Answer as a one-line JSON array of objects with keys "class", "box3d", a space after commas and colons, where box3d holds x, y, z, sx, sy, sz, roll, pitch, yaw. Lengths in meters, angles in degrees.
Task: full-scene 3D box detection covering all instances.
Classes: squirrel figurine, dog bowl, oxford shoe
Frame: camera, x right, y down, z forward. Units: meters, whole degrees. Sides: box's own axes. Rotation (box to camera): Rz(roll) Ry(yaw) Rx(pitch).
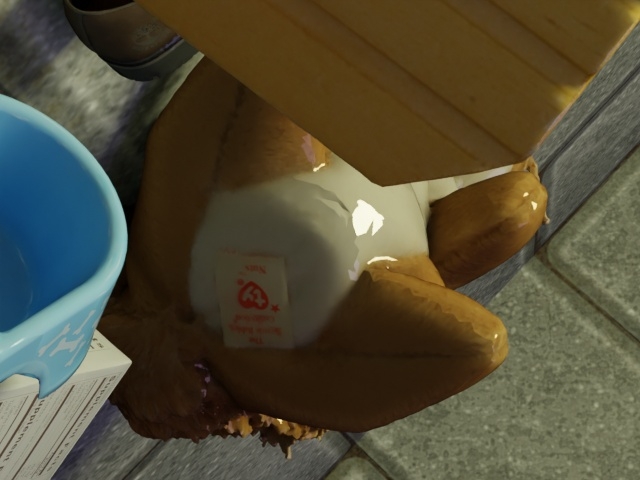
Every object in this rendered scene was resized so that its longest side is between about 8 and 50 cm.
[{"class": "squirrel figurine", "box3d": [0.000, 0.000, 1.056, 0.397, 0.281, 0.370, -40, 179, 29]}, {"class": "dog bowl", "box3d": [-0.203, 0.021, 0.595, 0.074, 0.166, 0.297, -45, 175, 37]}, {"class": "oxford shoe", "box3d": [-0.050, -0.187, 0.706, 0.227, 0.083, 0.096, -49, 159, 1]}]

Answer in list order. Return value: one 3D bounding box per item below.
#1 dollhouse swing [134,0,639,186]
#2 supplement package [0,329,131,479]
[{"class": "dollhouse swing", "box3d": [-0.034, -0.192, 0.346, 0.347, 0.305, 0.315, -53, 163, 20]}, {"class": "supplement package", "box3d": [-0.247, 0.089, 0.740, 0.134, 0.139, 0.244, -54, 162, 15]}]
